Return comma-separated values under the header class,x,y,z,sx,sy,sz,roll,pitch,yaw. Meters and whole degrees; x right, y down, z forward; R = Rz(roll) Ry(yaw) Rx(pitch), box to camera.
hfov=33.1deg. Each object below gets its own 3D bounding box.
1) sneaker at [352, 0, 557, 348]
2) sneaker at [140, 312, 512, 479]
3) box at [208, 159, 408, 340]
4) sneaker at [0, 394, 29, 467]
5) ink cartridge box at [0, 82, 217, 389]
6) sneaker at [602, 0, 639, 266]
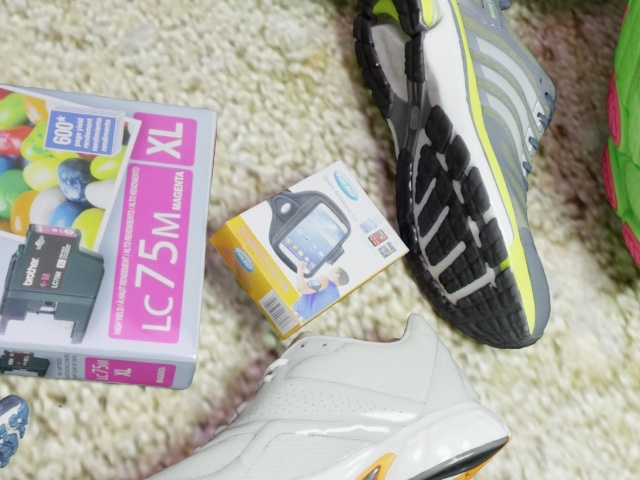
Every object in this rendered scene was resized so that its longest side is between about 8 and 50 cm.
class,x,y,z,sx,sy,sz,roll,pitch,yaw
sneaker,0.118,-0.071,0.758,0.121,0.111,0.300,-2,70,-26
sneaker,-0.022,0.120,0.647,0.262,0.099,0.121,-13,59,-25
box,0.000,0.000,0.715,0.136,0.028,0.081,-33,84,-42
sneaker,-0.230,0.127,0.616,0.058,0.052,0.135,43,63,16
ink cartridge box,-0.227,-0.013,0.683,0.311,0.065,0.186,5,62,-7
sneaker,0.335,-0.171,0.792,0.202,0.185,0.483,15,61,17
